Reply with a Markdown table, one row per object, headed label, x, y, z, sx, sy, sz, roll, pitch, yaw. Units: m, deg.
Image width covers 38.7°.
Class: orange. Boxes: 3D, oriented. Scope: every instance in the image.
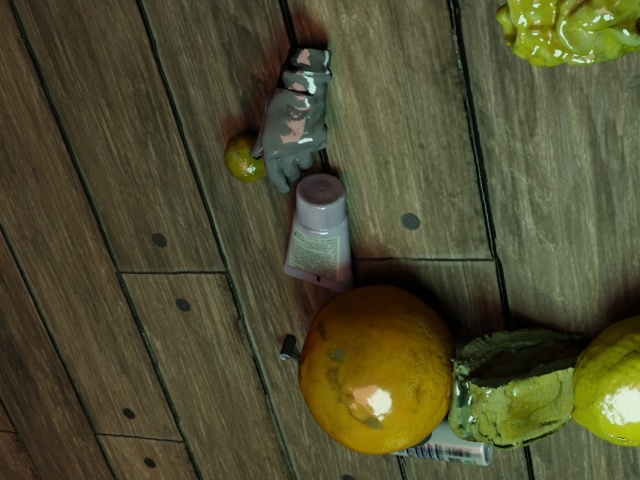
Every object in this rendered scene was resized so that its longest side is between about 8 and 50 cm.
| label | x | y | z | sx | sy | sz | roll | pitch | yaw |
| --- | --- | --- | --- | --- | --- | --- | --- | --- | --- |
| orange | -0.135 | -0.153 | 1.677 | 0.085 | 0.085 | 0.095 | -29 | 98 | 37 |
| orange | 0.105 | 0.237 | 1.684 | 0.312 | 0.312 | 0.312 | 12 | 126 | 18 |

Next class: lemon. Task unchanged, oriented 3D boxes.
| label | x | y | z | sx | sy | sz | roll | pitch | yaw |
| --- | --- | --- | --- | --- | --- | --- | --- | --- | --- |
| lemon | 0.528 | 0.228 | 1.494 | 0.260 | 0.204 | 0.204 | -37 | 102 | 15 |

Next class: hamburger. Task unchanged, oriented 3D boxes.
| label | x | y | z | sx | sy | sz | roll | pitch | yaw |
| --- | --- | --- | --- | --- | --- | --- | --- | --- | --- |
| hamburger | 0.349 | 0.277 | 1.627 | 0.132 | 0.308 | 0.211 | 46 | 139 | 47 |

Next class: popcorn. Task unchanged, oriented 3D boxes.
| label | x | y | z | sx | sy | sz | roll | pitch | yaw |
| --- | --- | --- | --- | --- | --- | --- | --- | --- | --- |
| popcorn | 0.354 | -0.360 | 1.215 | 0.241 | 0.235 | 0.250 | -16 | 135 | 8 |

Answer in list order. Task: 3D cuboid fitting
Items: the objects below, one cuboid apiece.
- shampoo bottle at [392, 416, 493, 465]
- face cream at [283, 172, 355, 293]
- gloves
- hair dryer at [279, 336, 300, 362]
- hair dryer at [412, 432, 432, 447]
| label | x | y | z | sx | sy | sz | roll | pitch | yaw |
| --- | --- | --- | --- | --- | --- | --- | --- | --- | --- |
| shampoo bottle | 0.200 | 0.402 | 1.882 | 0.303 | 0.092 | 0.092 | 1 | 122 | 26 |
| face cream | 0.000 | 0.000 | 1.721 | 0.154 | 0.096 | 0.274 | 16 | 140 | 12 |
| gloves | -0.049 | -0.208 | 1.575 | 0.142 | 0.119 | 0.286 | 18 | 127 | 16 |
| hair dryer | -0.050 | 0.244 | 1.933 | 0.026 | 0.047 | 0.083 | -15 | 133 | 41 |
| hair dryer | 0.238 | 0.315 | 1.811 | 0.219 | 0.124 | 0.071 | -26 | 134 | 13 |
